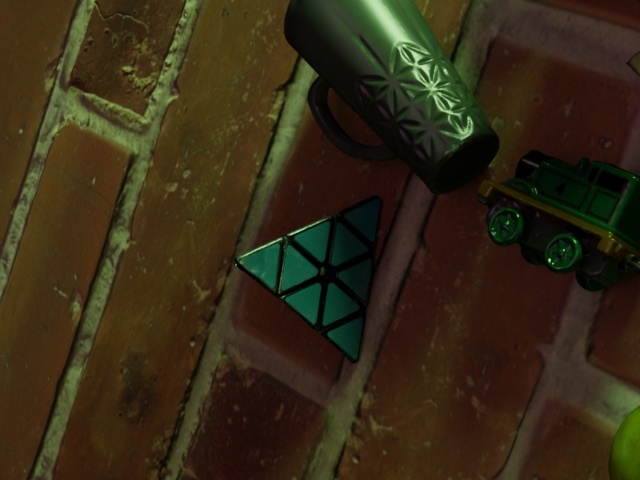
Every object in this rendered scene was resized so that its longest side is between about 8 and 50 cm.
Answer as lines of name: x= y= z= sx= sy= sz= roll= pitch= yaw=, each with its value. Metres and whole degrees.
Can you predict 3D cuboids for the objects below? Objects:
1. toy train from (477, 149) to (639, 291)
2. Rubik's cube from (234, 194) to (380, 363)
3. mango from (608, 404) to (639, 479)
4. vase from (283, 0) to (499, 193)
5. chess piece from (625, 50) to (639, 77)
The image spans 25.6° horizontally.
toy train: x=0.269 y=-0.029 z=1.516 sx=0.228 sy=0.091 sz=0.136 roll=31 pitch=94 yaw=41
Rubik's cube: x=0.000 y=0.000 z=1.769 sx=0.178 sy=0.211 sz=0.190 roll=-47 pitch=28 yaw=1
mango: x=0.401 y=0.237 z=1.319 sx=0.273 sy=0.149 sz=0.185 roll=24 pitch=93 yaw=35
vase: x=0.083 y=-0.188 z=1.674 sx=0.301 sy=0.156 sz=0.251 roll=55 pitch=134 yaw=26
chess piece: x=0.413 y=-0.221 z=1.428 sx=0.200 sy=0.090 sz=0.090 roll=-45 pitch=56 yaw=14
